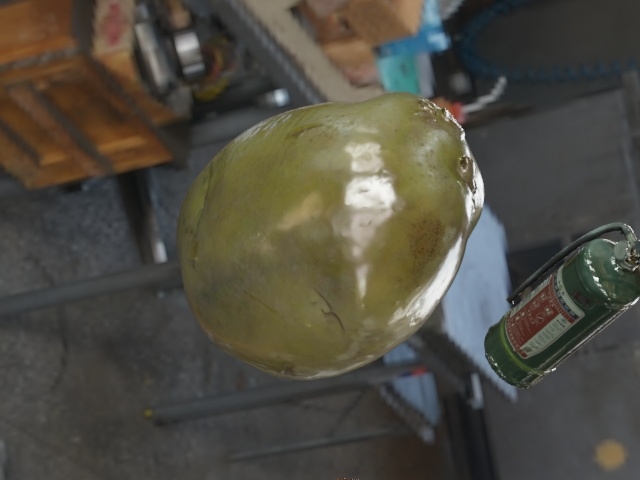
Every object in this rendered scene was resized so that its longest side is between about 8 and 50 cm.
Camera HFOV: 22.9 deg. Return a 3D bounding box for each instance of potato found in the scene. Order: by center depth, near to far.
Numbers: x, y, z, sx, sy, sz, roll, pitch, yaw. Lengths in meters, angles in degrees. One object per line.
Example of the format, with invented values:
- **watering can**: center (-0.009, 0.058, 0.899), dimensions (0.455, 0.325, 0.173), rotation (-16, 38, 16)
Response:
- **potato**: center (0.000, 0.000, 1.439), dimensions (0.221, 0.326, 0.243), rotation (38, 58, -30)

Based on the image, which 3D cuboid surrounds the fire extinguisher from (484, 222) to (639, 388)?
- **fire extinguisher**: center (0.302, 0.066, 1.844), dimensions (0.093, 0.294, 0.118), rotation (5, 56, -30)

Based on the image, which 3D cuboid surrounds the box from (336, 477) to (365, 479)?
- **box**: center (0.024, 0.331, 1.989), dimensions (0.051, 0.082, 0.023), rotation (11, 44, -37)
